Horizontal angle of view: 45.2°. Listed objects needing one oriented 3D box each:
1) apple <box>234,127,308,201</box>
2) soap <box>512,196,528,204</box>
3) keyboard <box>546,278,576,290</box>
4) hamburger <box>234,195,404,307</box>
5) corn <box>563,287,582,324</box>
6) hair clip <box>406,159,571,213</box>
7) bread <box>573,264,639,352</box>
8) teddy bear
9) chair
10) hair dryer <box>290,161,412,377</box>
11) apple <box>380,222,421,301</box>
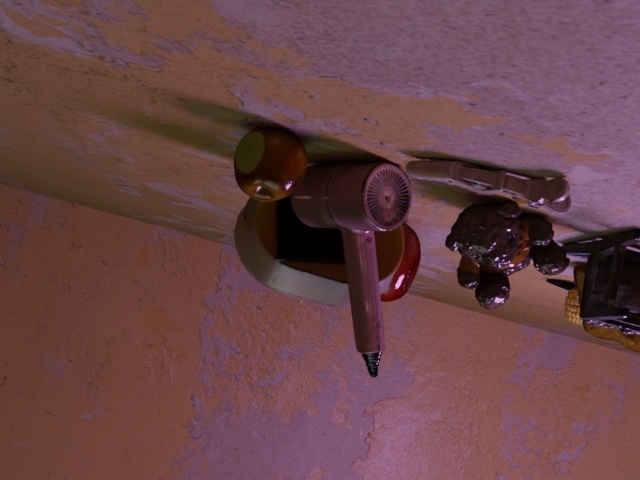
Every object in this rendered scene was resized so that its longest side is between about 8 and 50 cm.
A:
[{"bbox_3d":[-0.071,-0.108,1.125,0.114,0.102,0.099,8,169,39],"label":"apple"},{"bbox_3d":[0.298,-0.063,1.089,0.034,0.012,0.089,16,173,-6],"label":"soap"},{"bbox_3d":[0.621,0.119,1.879,0.155,0.010,0.053,18,171,-27],"label":"keyboard"},{"bbox_3d":[0.000,0.000,1.348,0.295,0.227,0.151,19,157,-14],"label":"hamburger"},{"bbox_3d":[0.687,0.165,1.770,0.244,0.093,0.093,10,171,34],"label":"corn"},{"bbox_3d":[0.222,-0.080,1.023,0.226,0.034,0.072,15,170,12],"label":"hair clip"},{"bbox_3d":[0.600,0.130,1.487,0.088,0.160,0.233,-29,-158,-17],"label":"bread"},{"bbox_3d":[0.287,0.005,1.245,0.177,0.140,0.190,-32,143,16],"label":"teddy bear"},{"bbox_3d":[0.497,0.078,1.265,0.136,0.147,0.270,15,172,-6],"label":"chair"},{"bbox_3d":[0.052,0.050,1.210,0.107,0.344,0.189,-12,-170,-39],"label":"hair dryer"},{"bbox_3d":[0.119,0.035,1.575,0.168,0.181,0.181,19,174,7],"label":"apple"}]
